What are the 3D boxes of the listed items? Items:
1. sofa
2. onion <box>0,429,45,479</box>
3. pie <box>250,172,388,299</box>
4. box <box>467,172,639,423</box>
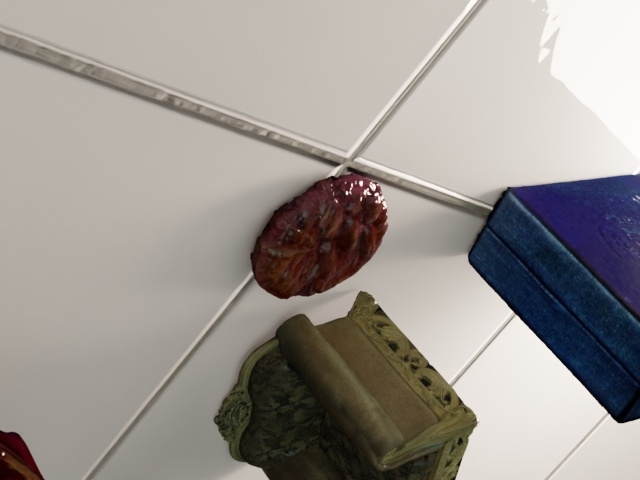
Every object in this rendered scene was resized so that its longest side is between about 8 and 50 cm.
[{"bbox_3d":[0.021,0.214,1.582,0.182,0.200,0.258,-26,148,-28],"label":"sofa"},{"bbox_3d":[-0.368,0.339,1.158,0.420,0.398,0.398,-13,144,-10],"label":"onion"},{"bbox_3d":[0.000,0.000,1.440,0.154,0.036,0.154,-27,147,-20],"label":"pie"},{"bbox_3d":[0.347,0.050,1.668,0.279,0.261,0.116,-6,133,-44],"label":"box"}]
